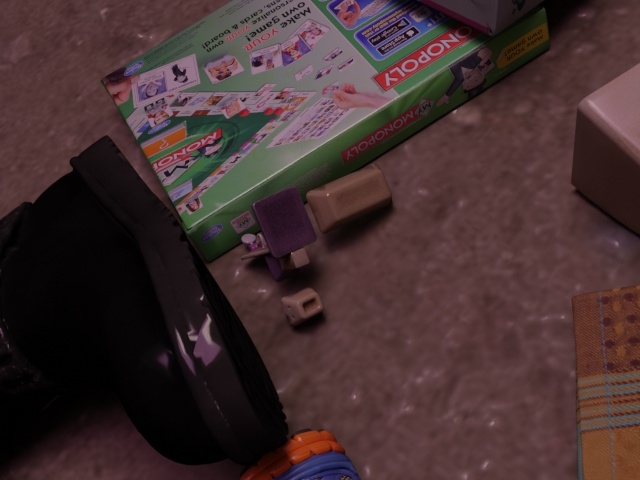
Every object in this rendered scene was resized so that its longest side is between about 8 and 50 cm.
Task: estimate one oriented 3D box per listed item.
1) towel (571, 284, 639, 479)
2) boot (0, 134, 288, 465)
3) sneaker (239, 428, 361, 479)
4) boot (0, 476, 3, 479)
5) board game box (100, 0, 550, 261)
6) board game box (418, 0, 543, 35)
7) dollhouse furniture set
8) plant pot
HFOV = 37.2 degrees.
[{"bbox_3d":[0.257,0.168,0.443,0.271,0.040,0.370,-10,51,23],"label":"towel"},{"bbox_3d":[-0.185,0.085,0.608,0.260,0.131,0.348,-34,32,-8],"label":"boot"},{"bbox_3d":[-0.051,0.205,0.527,0.221,0.083,0.087,-45,58,-11],"label":"sneaker"},{"bbox_3d":[-0.267,0.168,0.511,0.198,0.137,0.077,4,100,25],"label":"boot"},{"bbox_3d":[-0.006,-0.145,0.783,0.317,0.046,0.213,-32,52,-3],"label":"board game box"},{"bbox_3d":[0.158,-0.311,0.768,0.303,0.097,0.224,-38,53,-21],"label":"board game box"},{"bbox_3d":[0.000,0.000,0.700,0.114,0.091,0.081,-25,5,-26],"label":"dollhouse furniture set"},{"bbox_3d":[0.232,-0.053,0.593,0.109,0.109,0.096,-31,63,-3],"label":"plant pot"}]
